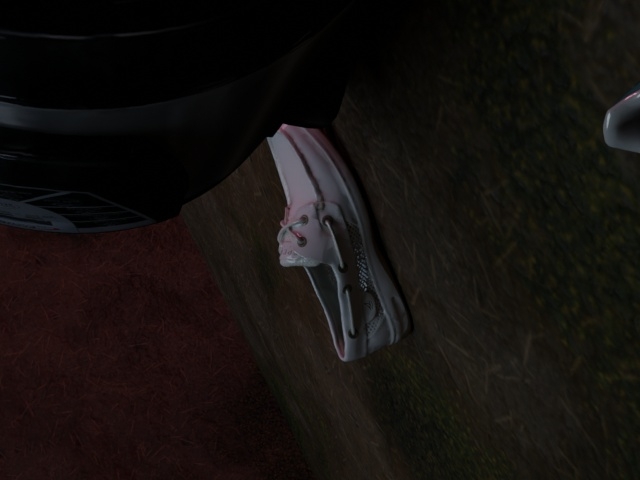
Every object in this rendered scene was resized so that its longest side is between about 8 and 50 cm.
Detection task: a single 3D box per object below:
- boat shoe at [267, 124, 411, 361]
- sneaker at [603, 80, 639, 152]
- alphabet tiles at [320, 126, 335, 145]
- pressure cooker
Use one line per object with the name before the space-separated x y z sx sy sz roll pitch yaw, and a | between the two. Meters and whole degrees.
boat shoe | 0.000 0.000 0.776 0.277 0.096 0.098 64 161 -4
sneaker | 0.163 -0.028 0.232 0.161 0.075 0.057 42 153 57
alphabet tiles | -0.034 -0.152 0.843 0.198 0.009 0.237 27 140 66
pressure cooker | -0.159 -0.199 0.491 0.370 0.375 0.420 58 161 -1
